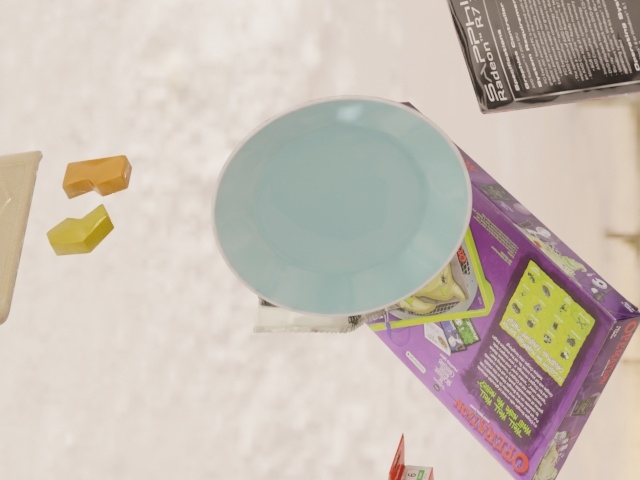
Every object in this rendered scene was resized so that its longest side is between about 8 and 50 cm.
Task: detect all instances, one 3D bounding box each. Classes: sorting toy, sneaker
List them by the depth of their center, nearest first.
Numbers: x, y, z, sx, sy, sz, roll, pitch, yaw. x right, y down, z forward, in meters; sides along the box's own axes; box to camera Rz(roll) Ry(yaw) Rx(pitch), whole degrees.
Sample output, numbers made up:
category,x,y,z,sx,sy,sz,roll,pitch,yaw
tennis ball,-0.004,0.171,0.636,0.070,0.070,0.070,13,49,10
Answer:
category,x,y,z,sx,sy,sz,roll,pitch,yaw
sneaker,0.001,0.000,1.701,0.293,0.102,0.146,-37,125,-84
sorting toy,-0.332,0.006,1.831,0.041,0.307,0.229,67,22,-45

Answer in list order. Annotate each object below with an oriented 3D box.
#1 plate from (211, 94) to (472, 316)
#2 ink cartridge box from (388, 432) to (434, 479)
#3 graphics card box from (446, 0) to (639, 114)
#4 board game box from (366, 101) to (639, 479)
category,x,y,z,sx,sy,sz,roll,pitch,yaw
plate,0.015,-0.027,1.379,0.024,0.188,0.188,-100,-178,-55
ink cartridge box,0.084,0.237,1.728,0.063,0.029,0.115,-66,154,-54
graphics card box,0.233,-0.137,0.831,0.371,0.232,0.094,-3,-76,68
board game box,0.138,0.047,1.830,0.056,0.347,0.208,-4,130,-44
